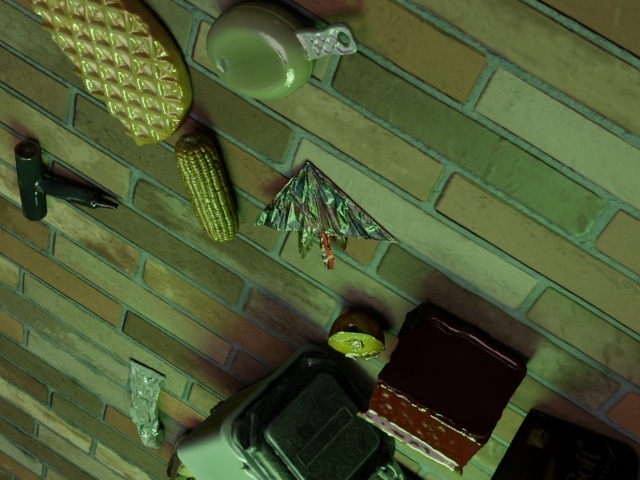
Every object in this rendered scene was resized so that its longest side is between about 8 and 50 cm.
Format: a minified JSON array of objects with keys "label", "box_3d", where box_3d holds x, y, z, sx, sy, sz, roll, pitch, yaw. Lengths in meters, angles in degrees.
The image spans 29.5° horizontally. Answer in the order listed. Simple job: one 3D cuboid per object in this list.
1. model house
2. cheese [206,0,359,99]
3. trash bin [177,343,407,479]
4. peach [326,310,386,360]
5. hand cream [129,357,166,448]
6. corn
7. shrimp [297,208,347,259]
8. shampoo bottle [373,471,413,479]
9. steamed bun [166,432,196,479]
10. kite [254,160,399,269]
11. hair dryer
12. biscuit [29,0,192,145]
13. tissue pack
[{"label":"model house","box_3d":[0.170,0.251,1.856,0.196,0.160,0.254,30,145,8]},{"label":"cheese","box_3d":[-0.045,-0.248,1.561,0.227,0.064,0.137,-2,131,39]},{"label":"trash bin","box_3d":[-0.065,0.375,2.110,0.296,0.256,0.368,51,148,-8]},{"label":"peach","box_3d":[0.061,0.146,1.911,0.098,0.061,0.098,9,153,5]},{"label":"hand cream","box_3d":[-0.351,0.346,2.481,0.084,0.050,0.257,25,139,20]},{"label":"corn","box_3d":[-0.171,-0.082,1.843,0.068,0.068,0.207,13,140,29]},{"label":"shrimp","box_3d":[0.000,0.000,1.830,0.083,0.023,0.114,26,137,10]},{"label":"shampoo bottle","box_3d":[0.198,0.521,2.192,0.350,0.084,0.125,40,140,-5]},{"label":"steamed bun","box_3d":[-0.250,0.481,2.449,0.106,0.177,0.192,18,147,-11]},{"label":"kite","box_3d":[0.003,-0.033,1.781,0.232,0.009,0.189,5,126,24]},{"label":"hair dryer","box_3d":[-0.435,-0.071,2.093,0.195,0.050,0.173,25,145,10]},{"label":"biscuit","box_3d":[-0.291,-0.269,1.756,0.205,0.040,0.309,-8,126,44]},{"label":"tissue pack","box_3d":[0.317,0.470,1.799,0.198,0.370,0.210,21,141,22]}]
